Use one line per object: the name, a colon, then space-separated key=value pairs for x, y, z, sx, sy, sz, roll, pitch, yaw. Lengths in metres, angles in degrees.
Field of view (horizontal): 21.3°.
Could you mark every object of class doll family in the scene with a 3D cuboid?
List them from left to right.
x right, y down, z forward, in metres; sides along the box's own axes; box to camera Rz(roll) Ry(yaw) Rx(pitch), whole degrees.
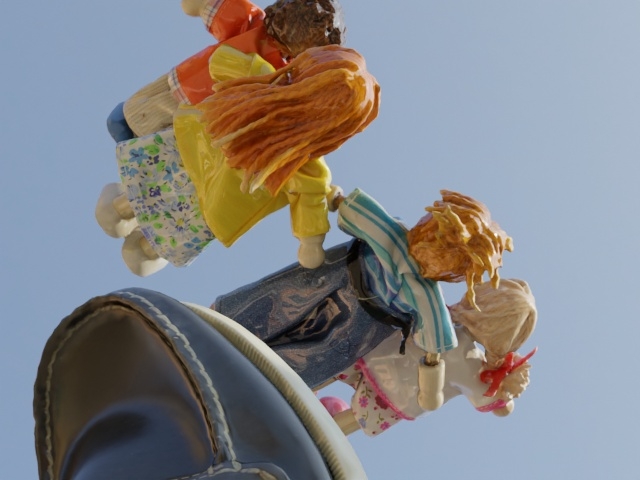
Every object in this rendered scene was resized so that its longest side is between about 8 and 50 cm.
doll family: x=0.000 y=0.000 z=0.798 sx=0.163 sy=0.118 sz=0.263 roll=-30 pitch=-81 yaw=31

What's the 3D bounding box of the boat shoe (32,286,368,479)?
boat shoe: x=-0.033 y=0.084 z=0.388 sx=0.084 sy=0.233 sz=0.079 roll=-42 pitch=-52 yaw=16
